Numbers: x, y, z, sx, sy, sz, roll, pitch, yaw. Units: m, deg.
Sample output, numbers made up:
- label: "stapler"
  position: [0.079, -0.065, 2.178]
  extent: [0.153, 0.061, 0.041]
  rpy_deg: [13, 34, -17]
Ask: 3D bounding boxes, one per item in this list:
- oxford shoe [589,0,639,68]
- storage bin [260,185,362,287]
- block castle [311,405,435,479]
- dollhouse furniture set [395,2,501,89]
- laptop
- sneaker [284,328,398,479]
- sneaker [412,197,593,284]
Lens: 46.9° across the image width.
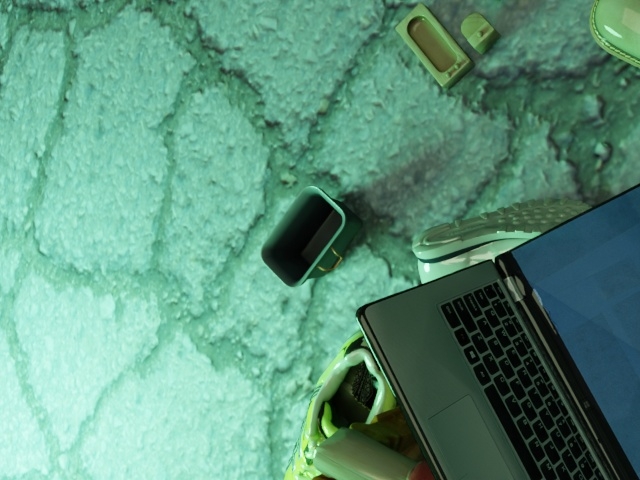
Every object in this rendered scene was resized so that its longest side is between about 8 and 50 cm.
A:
- label: "oxford shoe"
  position: [0.474, -0.230, 0.755]
  extent: [0.397, 0.146, 0.141]
  rpy_deg: [15, 96, 29]
- label: "storage bin"
  position: [0.000, 0.000, 1.044]
  extent: [0.098, 0.091, 0.135]
  rpy_deg: [44, 109, 23]
- label: "block castle"
  position: [0.098, 0.421, 0.848]
  extent: [0.212, 0.303, 0.453]
  rpy_deg: [21, 101, 28]
- label: "dollhouse furniture set"
  position: [0.160, -0.308, 0.948]
  extent: [0.151, 0.123, 0.144]
  rpy_deg: [-41, 69, 21]
- label: "laptop"
  position: [0.310, 0.149, 0.713]
  extent: [0.236, 0.408, 0.382]
  rpy_deg: [-37, 75, 40]
- label: "sneaker"
  position: [0.015, 0.278, 0.993]
  extent: [0.145, 0.147, 0.385]
  rpy_deg: [22, 100, 26]
- label: "sneaker"
  position: [0.237, 0.014, 0.924]
  extent: [0.235, 0.090, 0.095]
  rpy_deg: [-12, 111, 21]
